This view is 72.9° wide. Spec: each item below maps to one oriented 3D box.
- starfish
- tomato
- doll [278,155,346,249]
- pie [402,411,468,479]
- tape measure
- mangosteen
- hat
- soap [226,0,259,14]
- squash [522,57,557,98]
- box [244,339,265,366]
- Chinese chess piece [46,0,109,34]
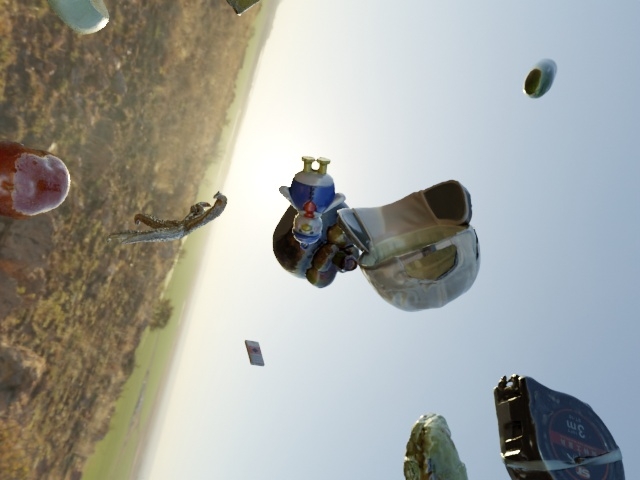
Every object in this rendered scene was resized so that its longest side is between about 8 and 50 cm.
[{"bbox_3d":[-0.389,-0.052,1.177,0.375,0.326,0.095,-73,146,-73],"label":"starfish"},{"bbox_3d":[-0.774,-0.148,1.115,0.232,0.231,0.189,-179,-83,-77],"label":"tomato"},{"bbox_3d":[-0.015,-0.051,0.626,0.058,0.098,0.143,-83,-178,-64],"label":"doll"},{"bbox_3d":[0.225,0.467,0.824,0.089,0.201,0.248,-16,-102,37],"label":"pie"},{"bbox_3d":[0.366,0.325,0.673,0.107,0.181,0.181,-55,-167,52],"label":"tape measure"},{"bbox_3d":[-0.004,-0.003,1.256,0.287,0.233,0.288,-38,-154,22],"label":"mangosteen"},{"bbox_3d":[0.152,0.005,0.753,0.275,0.231,0.161,-113,-167,-50],"label":"hat"},{"bbox_3d":[-0.250,-0.696,1.083,0.080,0.258,0.160,-33,-177,8],"label":"soap"},{"bbox_3d":[0.537,-0.401,1.055,0.258,0.069,0.069,-46,167,-47],"label":"squash"},{"bbox_3d":[-0.188,0.319,1.232,0.012,0.046,0.083,-53,-140,22],"label":"box"},{"bbox_3d":[-0.405,-0.405,0.691,0.144,0.058,0.144,63,1,-2],"label":"Chinese chess piece"}]
